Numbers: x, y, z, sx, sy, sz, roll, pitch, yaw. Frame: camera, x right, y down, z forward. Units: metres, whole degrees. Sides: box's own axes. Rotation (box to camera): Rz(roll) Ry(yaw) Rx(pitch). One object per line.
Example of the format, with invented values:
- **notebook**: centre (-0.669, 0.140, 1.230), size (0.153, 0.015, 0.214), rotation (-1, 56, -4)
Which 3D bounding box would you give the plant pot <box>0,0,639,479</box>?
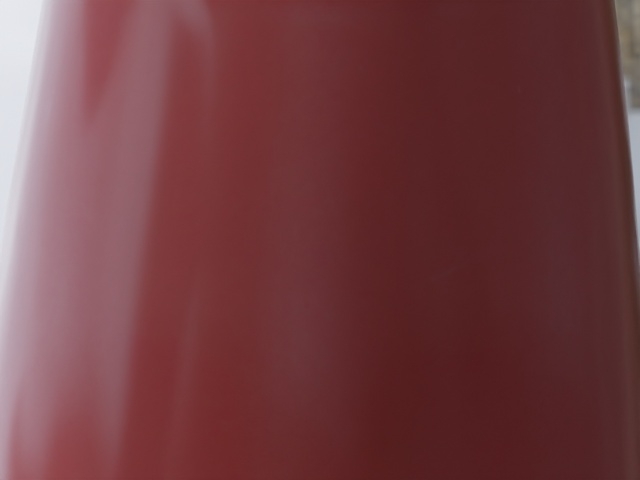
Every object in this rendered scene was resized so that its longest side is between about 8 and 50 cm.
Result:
- **plant pot**: centre (0.000, 0.000, 0.718), size (0.275, 0.275, 0.243), rotation (-29, -54, -55)
